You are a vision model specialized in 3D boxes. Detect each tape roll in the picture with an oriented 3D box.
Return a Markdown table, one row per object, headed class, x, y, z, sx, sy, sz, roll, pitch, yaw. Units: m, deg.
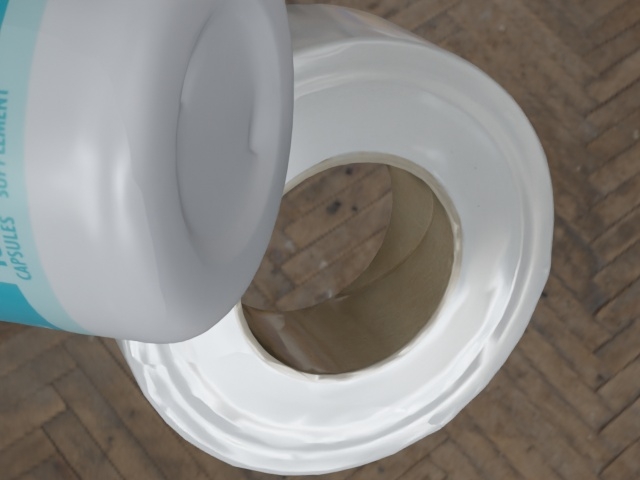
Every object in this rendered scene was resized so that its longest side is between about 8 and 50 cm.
| class | x | y | z | sx | sy | sz | roll | pitch | yaw |
| --- | --- | --- | --- | --- | --- | --- | --- | --- | --- |
| tape roll | 0.000 | 0.000 | 0.732 | 0.286 | 0.286 | 0.100 | -14 | 27 | -17 |

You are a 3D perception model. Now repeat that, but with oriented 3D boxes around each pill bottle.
| class | x | y | z | sx | sy | sz | roll | pitch | yaw |
| --- | --- | --- | --- | --- | --- | --- | --- | --- | --- |
| pill bottle | -0.153 | -0.051 | 0.418 | 0.264 | 0.146 | 0.146 | 6 | 56 | 17 |
